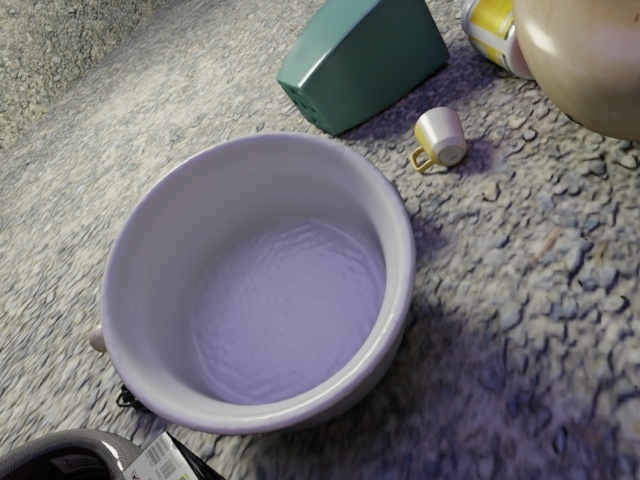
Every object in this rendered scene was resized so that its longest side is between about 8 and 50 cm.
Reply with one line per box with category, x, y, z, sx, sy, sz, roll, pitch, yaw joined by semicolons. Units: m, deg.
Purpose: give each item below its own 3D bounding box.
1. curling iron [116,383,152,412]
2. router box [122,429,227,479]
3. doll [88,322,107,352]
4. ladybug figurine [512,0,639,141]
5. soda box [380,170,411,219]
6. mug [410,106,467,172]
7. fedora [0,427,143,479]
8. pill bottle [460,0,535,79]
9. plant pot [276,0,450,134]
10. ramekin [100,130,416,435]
curling iron;-0.146;0.102;0.649;0.068;0.035;0.274;19;61;42
router box;-0.053;0.227;0.358;0.046;0.133;0.179;-44;38;-17
doll;-0.194;0.092;0.622;0.189;0.046;0.129;-22;54;10
ladybug figurine;0.383;-0.270;0.556;0.305;0.161;0.449;21;64;31
soda box;0.000;0.000;0.631;0.216;0.069;0.074;-37;37;-7
mug;0.160;-0.125;0.679;0.062;0.078;0.064;0;47;-10
fedora;-0.238;0.295;0.422;0.275;0.124;0.244;-40;38;-20
pill bottle;0.278;-0.312;0.752;0.103;0.103;0.184;-28;37;6
plant pot;0.056;-0.303;0.865;0.234;0.165;0.166;-45;38;-4
ramekin;-0.047;0.046;0.490;0.278;0.135;0.276;-5;63;10
